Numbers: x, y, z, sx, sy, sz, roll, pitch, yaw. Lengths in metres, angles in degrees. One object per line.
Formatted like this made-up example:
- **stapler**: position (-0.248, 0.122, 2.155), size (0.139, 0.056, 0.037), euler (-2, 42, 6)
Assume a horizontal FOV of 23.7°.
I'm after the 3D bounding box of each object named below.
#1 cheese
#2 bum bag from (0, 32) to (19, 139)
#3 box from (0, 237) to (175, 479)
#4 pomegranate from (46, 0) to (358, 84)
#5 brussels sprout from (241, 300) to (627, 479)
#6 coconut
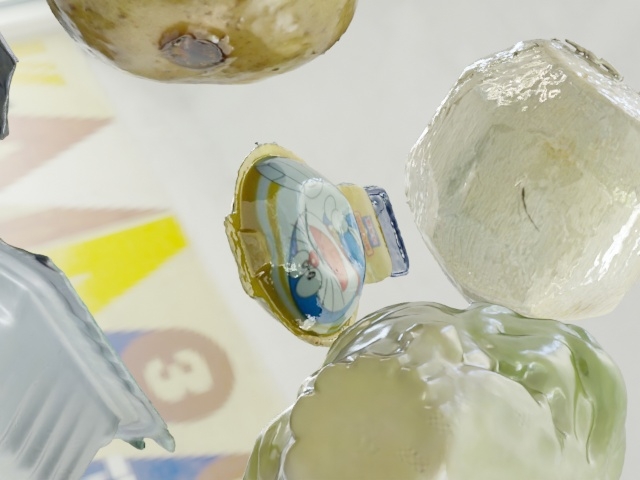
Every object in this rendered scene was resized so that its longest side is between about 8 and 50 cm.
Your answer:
- **cheese**: position (0.000, 0.000, 1.267), size (0.069, 0.270, 0.177), euler (-21, -95, 29)
- **bum bag**: position (-0.446, -0.162, 1.652), size (0.310, 0.074, 0.137), euler (-4, -72, 32)
- **box**: position (-0.257, 0.088, 0.953), size (0.264, 0.106, 0.337), euler (12, -25, 16)
- **pomegranate**: position (-0.095, -0.254, 1.224), size (0.281, 0.281, 0.281), euler (44, -37, 46)
- **brussels sprout**: position (0.082, 0.181, 1.036), size (0.242, 0.316, 0.274), euler (31, -71, 30)
- **coconut**: position (0.281, -0.060, 1.971), size (0.360, 0.346, 0.346), euler (-57, -132, 21)
